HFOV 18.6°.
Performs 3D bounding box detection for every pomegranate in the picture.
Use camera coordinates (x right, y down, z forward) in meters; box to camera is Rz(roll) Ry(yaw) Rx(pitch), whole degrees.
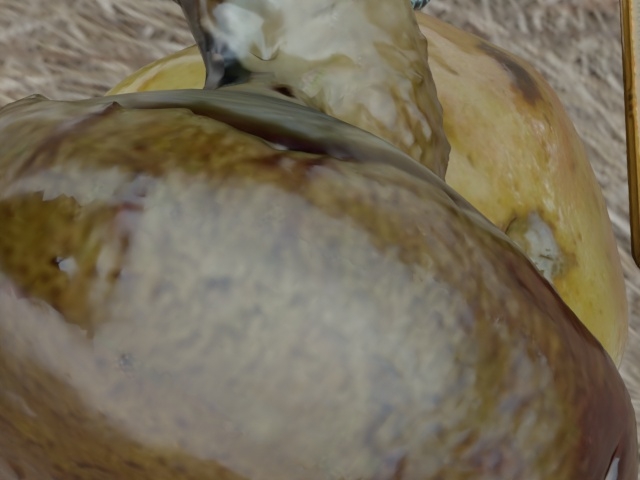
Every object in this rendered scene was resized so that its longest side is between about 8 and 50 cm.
[{"bbox_3d":[-0.010,0.029,1.065,0.342,0.342,0.343,-2,83,13],"label":"pomegranate"}]

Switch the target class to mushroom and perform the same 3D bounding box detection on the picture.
[{"bbox_3d":[-0.008,0.027,0.635,0.267,0.267,0.254,32,98,15],"label":"mushroom"}]

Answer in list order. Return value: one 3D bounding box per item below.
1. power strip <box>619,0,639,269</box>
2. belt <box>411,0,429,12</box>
[{"bbox_3d":[0.132,-0.069,0.694,0.049,0.028,0.178,-3,88,8],"label":"power strip"},{"bbox_3d":[-0.028,-0.242,1.541,0.150,0.207,0.257,-48,67,32],"label":"belt"}]
